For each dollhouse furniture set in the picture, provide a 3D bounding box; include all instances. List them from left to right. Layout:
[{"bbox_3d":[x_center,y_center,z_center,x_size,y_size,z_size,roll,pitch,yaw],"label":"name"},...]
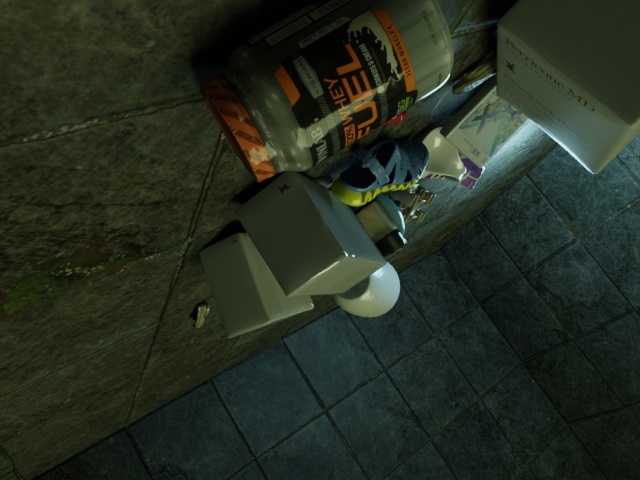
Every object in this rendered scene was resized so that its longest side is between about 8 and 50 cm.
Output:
[{"bbox_3d":[0.259,-0.105,1.985,0.212,0.161,0.242,-11,131,-58],"label":"dollhouse furniture set"}]

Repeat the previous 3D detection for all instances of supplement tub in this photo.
[{"bbox_3d":[0.007,-0.225,0.778,0.315,0.194,0.193,-33,166,-6],"label":"supplement tub"}]

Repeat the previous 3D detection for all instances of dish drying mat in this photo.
[{"bbox_3d":[0.173,-0.290,1.330,0.083,0.008,0.032,-21,162,-42],"label":"dish drying mat"}]

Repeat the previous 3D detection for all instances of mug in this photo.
[{"bbox_3d":[0.128,0.189,2.399,0.373,0.277,0.328,-6,168,18],"label":"mug"}]

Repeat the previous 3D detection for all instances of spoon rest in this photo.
[{"bbox_3d":[0.362,-0.240,1.641,0.137,0.084,0.276,-57,144,5],"label":"spoon rest"}]

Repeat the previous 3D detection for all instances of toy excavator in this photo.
[{"bbox_3d":[0.103,0.011,1.833,0.432,0.222,0.445,-38,174,22],"label":"toy excavator"}]

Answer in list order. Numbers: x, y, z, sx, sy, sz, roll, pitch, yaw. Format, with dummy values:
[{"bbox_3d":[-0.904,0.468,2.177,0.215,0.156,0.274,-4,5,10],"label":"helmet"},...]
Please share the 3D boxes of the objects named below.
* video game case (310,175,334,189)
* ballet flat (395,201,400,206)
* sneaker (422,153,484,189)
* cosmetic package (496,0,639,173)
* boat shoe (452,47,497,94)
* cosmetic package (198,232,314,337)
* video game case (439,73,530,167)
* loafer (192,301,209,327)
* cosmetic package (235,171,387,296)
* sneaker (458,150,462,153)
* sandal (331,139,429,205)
[{"bbox_3d":[-0.074,-0.089,1.416,0.173,0.022,0.190,-19,161,-48],"label":"video game case"},{"bbox_3d":[0.266,-0.070,2.141,0.221,0.079,0.076,-42,165,30],"label":"ballet flat"},{"bbox_3d":[0.429,-0.227,1.816,0.282,0.161,0.102,-25,165,-30],"label":"sneaker"},{"bbox_3d":[0.601,-0.399,1.173,0.327,0.329,0.393,-46,163,8],"label":"cosmetic package"},{"bbox_3d":[0.382,-0.409,1.350,0.153,0.048,0.056,-32,174,17],"label":"boat shoe"},{"bbox_3d":[-0.157,0.102,1.402,0.138,0.224,0.224,-24,171,24],"label":"cosmetic package"},{"bbox_3d":[0.515,-0.369,1.565,0.329,0.036,0.299,-47,149,18],"label":"video game case"},{"bbox_3d":[-0.389,0.237,1.771,0.039,0.045,0.125,-1,142,-35],"label":"loafer"},{"bbox_3d":[0.000,0.000,1.359,0.161,0.230,0.453,-35,166,12],"label":"cosmetic package"},{"bbox_3d":[0.490,-0.367,1.685,0.237,0.085,0.086,-52,-160,30],"label":"sneaker"},{"bbox_3d":[0.172,-0.197,1.423,0.317,0.126,0.138,-30,150,-36],"label":"sandal"}]
